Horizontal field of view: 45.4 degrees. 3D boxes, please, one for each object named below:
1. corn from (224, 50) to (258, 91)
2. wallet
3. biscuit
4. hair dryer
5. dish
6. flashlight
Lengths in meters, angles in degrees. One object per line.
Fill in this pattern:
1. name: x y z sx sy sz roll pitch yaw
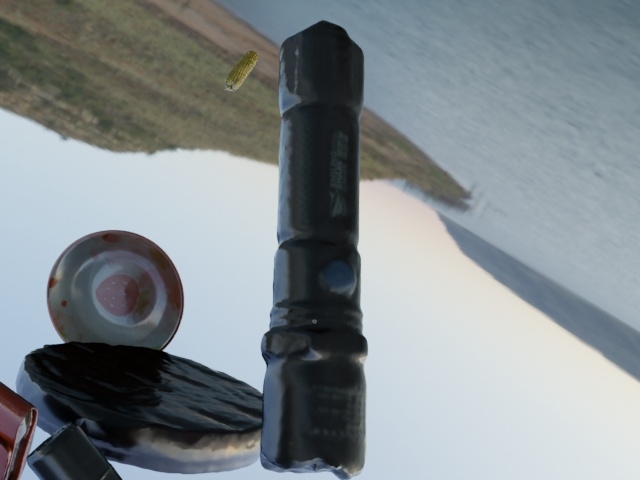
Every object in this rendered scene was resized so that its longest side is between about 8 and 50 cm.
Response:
1. corn: -0.129 -0.272 1.240 0.027 0.083 0.028 28 159 15
2. wallet: -0.458 0.218 0.980 0.204 0.142 0.045 30 -159 16
3. biscuit: -0.269 0.260 1.206 0.407 0.091 0.407 16 -176 -1
4. hair dryer: -0.342 0.326 0.926 0.124 0.219 0.071 51 -169 -5
5. dish: -0.377 0.104 1.454 0.260 0.260 0.085 31 -173 -1
6. flashlight: 0.000 0.000 0.715 0.103 0.424 0.103 2 165 1
